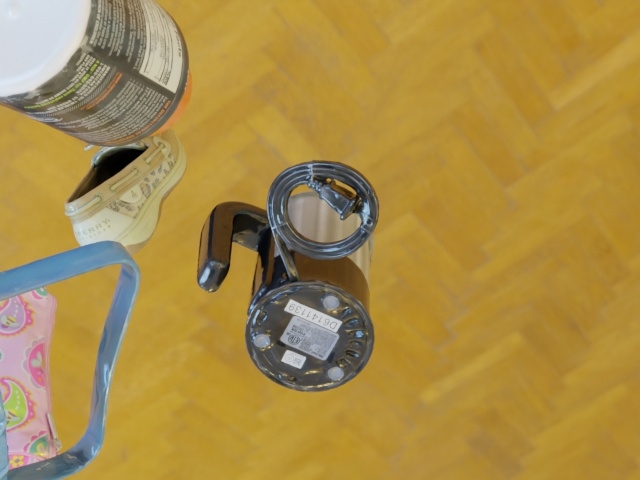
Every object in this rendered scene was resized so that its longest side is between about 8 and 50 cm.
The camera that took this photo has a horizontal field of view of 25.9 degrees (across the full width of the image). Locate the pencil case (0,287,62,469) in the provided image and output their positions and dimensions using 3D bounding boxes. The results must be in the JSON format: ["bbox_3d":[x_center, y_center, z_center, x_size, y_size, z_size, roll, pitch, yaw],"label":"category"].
[{"bbox_3d":[-0.379,0.181,1.717,0.124,0.284,0.124,-6,142,-5],"label":"pencil case"}]

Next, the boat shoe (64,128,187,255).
[{"bbox_3d":[-0.224,-0.077,1.595,0.104,0.285,0.089,-25,116,15],"label":"boat shoe"}]

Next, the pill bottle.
[{"bbox_3d":[-0.184,-0.146,1.083,0.130,0.130,0.245,-33,164,10],"label":"pill bottle"}]

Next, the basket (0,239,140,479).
[{"bbox_3d":[-0.280,0.124,1.049,0.289,0.201,0.255,-11,136,-33],"label":"basket"}]

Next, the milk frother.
[{"bbox_3d":[0.000,0.000,0.928,0.129,0.135,0.143,40,112,-18],"label":"milk frother"}]
